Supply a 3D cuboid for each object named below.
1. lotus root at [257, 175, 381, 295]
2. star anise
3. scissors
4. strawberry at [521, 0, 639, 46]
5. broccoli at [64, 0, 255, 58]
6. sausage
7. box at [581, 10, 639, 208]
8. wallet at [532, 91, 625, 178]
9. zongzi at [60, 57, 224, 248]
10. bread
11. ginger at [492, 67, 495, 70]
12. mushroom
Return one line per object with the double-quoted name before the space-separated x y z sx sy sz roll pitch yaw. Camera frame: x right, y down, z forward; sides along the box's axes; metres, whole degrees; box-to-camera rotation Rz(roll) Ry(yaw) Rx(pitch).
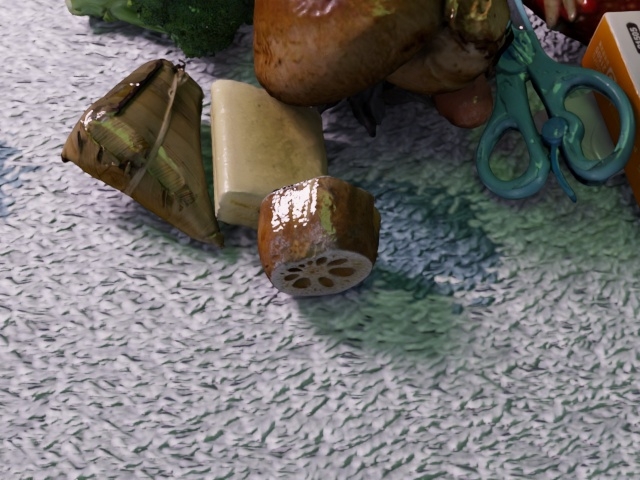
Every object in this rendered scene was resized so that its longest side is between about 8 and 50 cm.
"lotus root" 0.001 0.001 1.219 0.122 0.112 0.081 -19 56 18
"star anise" 0.048 -0.200 1.435 0.181 0.061 0.204 4 47 -2
"scissors" 0.234 -0.206 1.403 0.180 0.032 0.392 -22 55 16
"strawberry" 0.410 -0.365 1.511 0.344 0.292 0.292 5 44 -29
"broccoli" -0.181 -0.338 1.445 0.270 0.270 0.270 -14 43 24
"sausage" 0.131 -0.238 1.423 0.078 0.078 0.304 -11 55 -16
"box" 0.436 -0.130 1.365 0.221 0.091 0.273 -5 57 -15
"wallet" 0.347 -0.134 1.429 0.183 0.032 0.124 -22 53 -23
"zongzi" -0.153 -0.094 1.312 0.197 0.099 0.194 37 40 -5
"bread" -0.055 -0.083 1.306 0.140 0.060 0.178 18 42 -23
"ginger" 0.160 -0.320 1.550 0.131 0.086 0.294 -5 56 -28
"mushroom" 0.063 -0.252 1.299 0.283 0.195 0.263 6 34 17
